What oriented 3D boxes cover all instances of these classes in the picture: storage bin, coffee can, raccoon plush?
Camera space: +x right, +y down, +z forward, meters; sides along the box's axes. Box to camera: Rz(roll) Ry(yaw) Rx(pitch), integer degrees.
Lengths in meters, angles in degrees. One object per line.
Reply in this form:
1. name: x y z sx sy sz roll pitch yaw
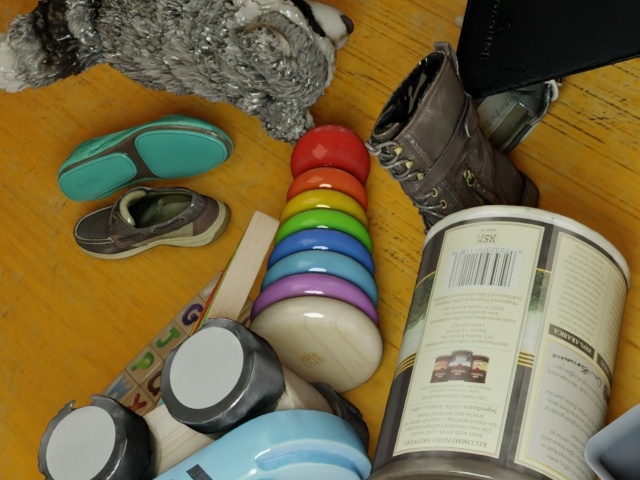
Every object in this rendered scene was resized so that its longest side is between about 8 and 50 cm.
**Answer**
1. storage bin: 0.302 0.213 1.552 0.098 0.091 0.135 -35 43 -6
2. coffee can: 0.164 0.136 1.665 0.202 0.201 0.275 -8 52 33
3. raccoon plush: -0.175 -0.191 2.174 0.446 0.216 0.299 -30 39 16

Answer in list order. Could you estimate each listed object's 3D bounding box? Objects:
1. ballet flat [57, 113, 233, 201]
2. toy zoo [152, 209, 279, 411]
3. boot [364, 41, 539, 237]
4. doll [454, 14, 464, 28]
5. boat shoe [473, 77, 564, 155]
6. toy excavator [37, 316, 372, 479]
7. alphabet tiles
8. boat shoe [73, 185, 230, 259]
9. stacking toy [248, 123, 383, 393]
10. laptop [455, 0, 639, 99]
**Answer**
1. ballet flat: -0.212 -0.116 2.258 0.247 0.083 0.087 -15 35 26
2. toy zoo: -0.132 0.127 1.888 0.293 0.030 0.192 -60 5 40
3. boot: 0.107 -0.037 1.830 0.091 0.229 0.263 5 59 40
4. doll: 0.212 -0.263 2.076 0.129 0.046 0.189 -10 57 19
5. boat shoe: 0.203 -0.155 1.953 0.302 0.114 0.091 -49 40 11
6. toy excavator: -0.118 0.360 1.664 0.433 0.222 0.445 -33 51 12
7. alphabet tiles: -0.123 0.156 2.013 0.198 0.009 0.237 -45 41 -3
8. boat shoe: -0.212 -0.030 2.186 0.224 0.073 0.080 -5 54 34
9. stacking toy: 0.000 0.000 1.963 0.141 0.141 0.330 -20 43 24
10. laptop: 0.383 -0.296 1.874 0.408 0.236 0.381 15 69 -3
